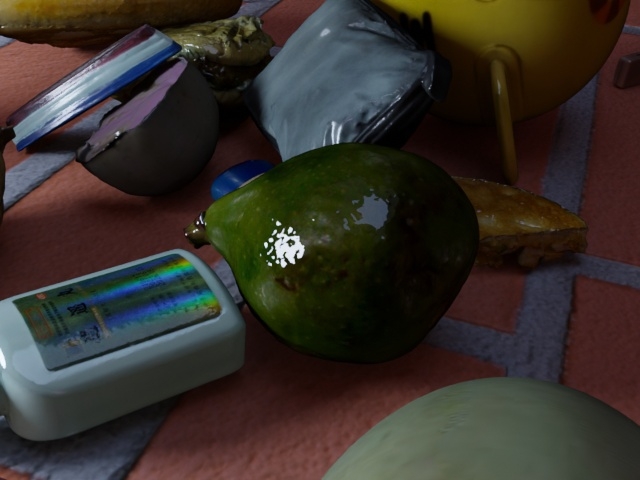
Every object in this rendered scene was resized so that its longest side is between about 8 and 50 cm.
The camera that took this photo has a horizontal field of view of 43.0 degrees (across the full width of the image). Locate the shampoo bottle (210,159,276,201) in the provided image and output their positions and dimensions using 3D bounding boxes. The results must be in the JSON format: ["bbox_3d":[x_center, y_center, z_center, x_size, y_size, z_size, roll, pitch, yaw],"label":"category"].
[{"bbox_3d":[-0.026,-0.026,0.826,0.087,0.050,0.183,-22,42,-38],"label":"shampoo bottle"}]

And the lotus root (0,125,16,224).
[{"bbox_3d":[-0.356,-0.034,0.709,0.140,0.154,0.257,6,37,-8],"label":"lotus root"}]

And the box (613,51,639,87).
[{"bbox_3d":[0.498,-0.268,1.252,0.115,0.048,0.025,-18,44,-28],"label":"box"}]

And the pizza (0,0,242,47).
[{"bbox_3d":[-0.281,-0.333,1.140,0.409,0.114,0.278,-15,18,-38],"label":"pizza"}]

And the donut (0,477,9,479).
[{"bbox_3d":[-0.255,0.234,0.331,0.382,0.142,0.382,3,35,-2],"label":"donut"}]

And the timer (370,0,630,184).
[{"bbox_3d":[0.200,-0.294,0.988,0.376,0.376,0.387,9,32,8],"label":"timer"}]

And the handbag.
[{"bbox_3d":[0.014,-0.160,0.853,0.075,0.191,0.332,40,12,-30],"label":"handbag"}]

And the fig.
[{"bbox_3d":[0.000,0.000,0.667,0.245,0.195,0.195,21,37,16],"label":"fig"}]

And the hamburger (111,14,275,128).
[{"bbox_3d":[-0.164,-0.210,1.042,0.206,0.130,0.183,0,22,20],"label":"hamburger"}]

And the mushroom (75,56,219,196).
[{"bbox_3d":[-0.175,-0.114,0.887,0.117,0.141,0.188,44,42,-16],"label":"mushroom"}]

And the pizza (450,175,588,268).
[{"bbox_3d":[0.179,-0.016,0.838,0.175,0.046,0.134,28,39,31],"label":"pizza"}]

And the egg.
[{"bbox_3d":[0.090,0.175,0.393,0.218,0.218,0.295,13,24,12],"label":"egg"}]

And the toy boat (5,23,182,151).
[{"bbox_3d":[-0.262,-0.177,0.929,0.229,0.046,0.080,-29,27,15],"label":"toy boat"}]

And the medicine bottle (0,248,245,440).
[{"bbox_3d":[-0.181,0.083,0.617,0.229,0.083,0.121,-18,42,-29],"label":"medicine bottle"}]
